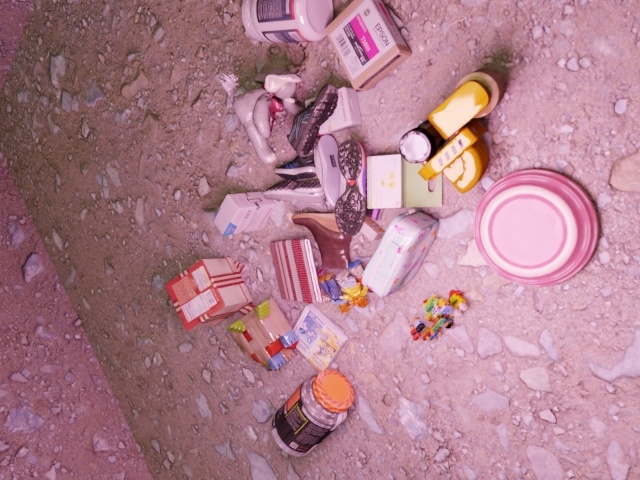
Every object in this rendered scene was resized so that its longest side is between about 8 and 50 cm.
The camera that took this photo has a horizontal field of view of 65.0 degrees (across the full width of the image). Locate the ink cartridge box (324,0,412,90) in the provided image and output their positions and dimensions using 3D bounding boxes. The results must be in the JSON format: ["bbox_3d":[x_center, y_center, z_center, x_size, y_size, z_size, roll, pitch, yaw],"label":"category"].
[{"bbox_3d":[0.146,-0.629,1.589,0.193,0.088,0.235,-33,78,38],"label":"ink cartridge box"}]

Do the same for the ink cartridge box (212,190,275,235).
[{"bbox_3d":[-0.294,-0.107,1.956,0.086,0.203,0.148,49,123,21],"label":"ink cartridge box"}]

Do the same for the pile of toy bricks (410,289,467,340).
[{"bbox_3d":[0.360,0.228,1.607,0.105,0.117,0.212,-105,33,-42],"label":"pile of toy bricks"}]

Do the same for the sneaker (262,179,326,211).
[{"bbox_3d":[-0.100,-0.154,1.858,0.281,0.105,0.115,7,122,37],"label":"sneaker"}]

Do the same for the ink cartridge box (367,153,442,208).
[{"bbox_3d":[0.262,-0.187,1.591,0.234,0.056,0.171,1,93,34],"label":"ink cartridge box"}]

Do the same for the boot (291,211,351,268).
[{"bbox_3d":[0.000,0.000,1.825,0.248,0.090,0.207,3,99,33],"label":"boot"}]

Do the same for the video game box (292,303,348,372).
[{"bbox_3d":[-0.014,0.379,1.944,0.205,0.048,0.187,41,123,24],"label":"video game box"}]

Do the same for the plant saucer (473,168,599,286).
[{"bbox_3d":[0.579,-0.029,1.389,0.331,0.084,0.333,8,104,36],"label":"plant saucer"}]

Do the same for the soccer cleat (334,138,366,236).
[{"bbox_3d":[0.110,-0.174,1.667,0.108,0.116,0.319,4,104,19],"label":"soccer cleat"}]

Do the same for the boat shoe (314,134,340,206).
[{"bbox_3d":[0.033,-0.234,1.751,0.084,0.095,0.259,146,120,-62],"label":"boat shoe"}]

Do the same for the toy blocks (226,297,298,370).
[{"bbox_3d":[-0.216,0.400,2.006,0.261,0.190,0.381,56,141,4],"label":"toy blocks"}]

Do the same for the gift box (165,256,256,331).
[{"bbox_3d":[-0.436,0.220,2.105,0.276,0.258,0.255,-28,80,17],"label":"gift box"}]

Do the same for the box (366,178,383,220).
[{"bbox_3d":[0.150,-0.150,1.720,0.162,0.029,0.116,26,113,31],"label":"box"}]

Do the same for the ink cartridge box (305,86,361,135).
[{"bbox_3d":[0.044,-0.436,1.713,0.175,0.072,0.128,-7,95,38],"label":"ink cartridge box"}]

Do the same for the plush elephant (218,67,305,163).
[{"bbox_3d":[-0.172,-0.492,1.780,0.255,0.272,0.330,-26,121,3],"label":"plush elephant"}]

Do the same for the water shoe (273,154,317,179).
[{"bbox_3d":[-0.084,-0.272,1.861,0.203,0.073,0.080,5,74,38],"label":"water shoe"}]

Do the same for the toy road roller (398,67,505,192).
[{"bbox_3d":[0.405,-0.289,1.404,0.241,0.202,0.329,48,125,2],"label":"toy road roller"}]

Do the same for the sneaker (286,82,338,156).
[{"bbox_3d":[-0.037,-0.410,1.671,0.106,0.101,0.267,46,124,23],"label":"sneaker"}]

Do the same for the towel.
[{"bbox_3d":[-0.094,0.111,1.874,0.329,0.037,0.237,-6,98,63],"label":"towel"}]

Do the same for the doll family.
[{"bbox_3d":[0.078,0.182,1.769,0.262,0.118,0.163,-15,122,38],"label":"doll family"}]

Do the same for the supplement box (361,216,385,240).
[{"bbox_3d":[0.164,-0.045,1.711,0.098,0.062,0.036,44,120,21],"label":"supplement box"}]

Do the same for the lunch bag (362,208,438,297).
[{"bbox_3d":[0.246,0.035,1.564,0.107,0.224,0.279,36,119,26],"label":"lunch bag"}]

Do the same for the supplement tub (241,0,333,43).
[{"bbox_3d":[-0.111,-0.766,1.687,0.272,0.191,0.191,13,107,34],"label":"supplement tub"}]

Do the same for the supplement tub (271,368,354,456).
[{"bbox_3d":[-0.028,0.652,1.909,0.207,0.207,0.338,49,124,19],"label":"supplement tub"}]
